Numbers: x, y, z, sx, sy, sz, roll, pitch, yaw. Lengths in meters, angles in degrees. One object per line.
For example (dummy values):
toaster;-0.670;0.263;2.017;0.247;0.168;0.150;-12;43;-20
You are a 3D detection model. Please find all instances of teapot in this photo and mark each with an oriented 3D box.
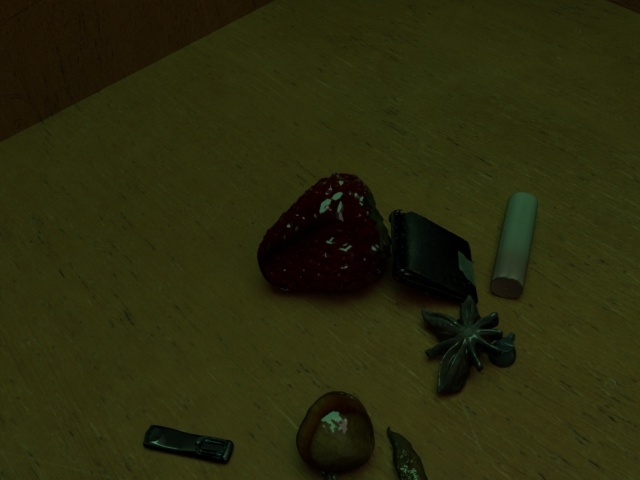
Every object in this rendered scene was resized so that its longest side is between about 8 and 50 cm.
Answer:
teapot;0.455;0.263;1.824;0.066;0.057;0.088;29;56;25

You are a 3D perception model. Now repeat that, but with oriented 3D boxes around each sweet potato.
sweet potato;0.191;0.491;1.636;0.068;0.060;0.206;16;29;-28

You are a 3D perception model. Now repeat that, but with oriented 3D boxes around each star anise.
star anise;0.351;0.243;1.822;0.198;0.111;0.258;-20;40;8

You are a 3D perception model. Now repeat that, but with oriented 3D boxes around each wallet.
wallet;0.300;0.046;1.960;0.262;0.071;0.221;22;42;-22

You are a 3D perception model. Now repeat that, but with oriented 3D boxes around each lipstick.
lipstick;0.534;0.008;2.031;0.087;0.087;0.327;11;50;14

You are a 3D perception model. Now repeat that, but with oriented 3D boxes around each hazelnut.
hazelnut;0.038;0.428;1.641;0.182;0.182;0.182;-2;48;2

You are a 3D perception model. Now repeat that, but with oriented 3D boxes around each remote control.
remote control;-0.306;0.468;1.708;0.212;0.028;0.059;8;50;11

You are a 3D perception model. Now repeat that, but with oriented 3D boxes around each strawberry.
strawberry;0.000;0.000;1.959;0.345;0.317;0.295;-19;60;12

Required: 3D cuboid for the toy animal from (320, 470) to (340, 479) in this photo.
toy animal;0.016;0.528;1.544;0.089;0.179;0.188;-27;25;-23
